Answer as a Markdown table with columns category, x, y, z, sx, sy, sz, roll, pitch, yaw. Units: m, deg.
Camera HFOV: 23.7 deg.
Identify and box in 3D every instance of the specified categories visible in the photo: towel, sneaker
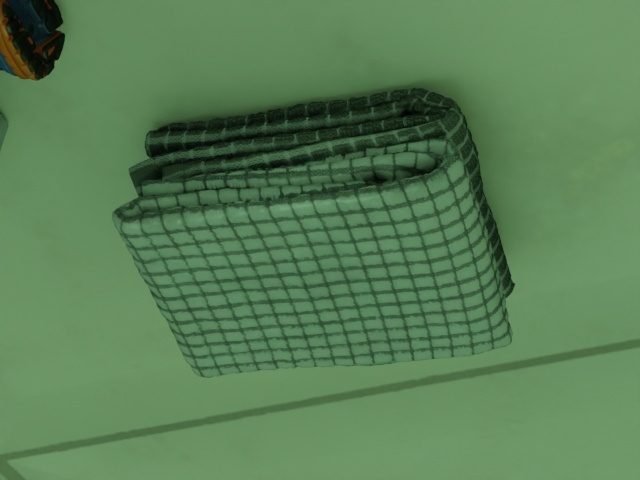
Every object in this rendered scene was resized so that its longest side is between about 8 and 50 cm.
| category | x | y | z | sx | sy | sz | roll | pitch | yaw |
| --- | --- | --- | --- | --- | --- | --- | --- | --- | --- |
| towel | 0.000 | 0.000 | 1.235 | 0.284 | 0.121 | 0.235 | -7 | 140 | 14 |
| sneaker | -0.265 | -0.195 | 1.071 | 0.087 | 0.083 | 0.221 | -1 | 137 | 22 |

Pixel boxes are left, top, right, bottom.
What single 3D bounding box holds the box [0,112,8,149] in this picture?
| category | x | y | z | sx | sy | sz | roll | pitch | yaw |
| --- | --- | --- | --- | --- | --- | --- | --- | --- | --- |
| box | -0.365 | -0.081 | 1.102 | 0.127 | 0.231 | 0.262 | -8 | 137 | 18 |
